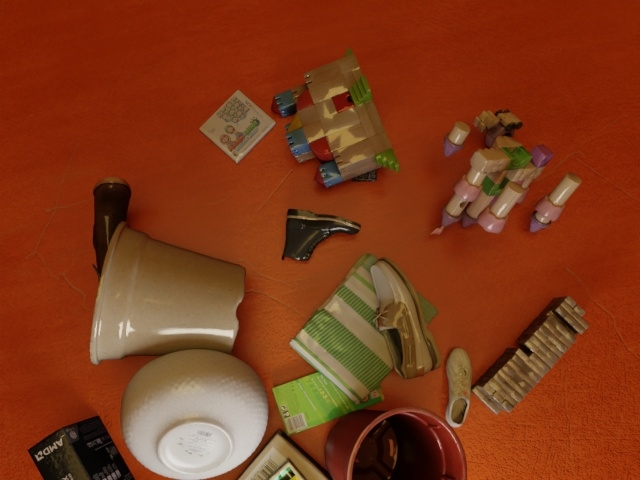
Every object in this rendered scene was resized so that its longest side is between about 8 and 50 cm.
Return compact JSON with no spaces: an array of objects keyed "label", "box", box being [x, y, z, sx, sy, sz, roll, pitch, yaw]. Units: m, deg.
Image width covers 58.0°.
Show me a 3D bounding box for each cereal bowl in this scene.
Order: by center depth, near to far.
[{"label":"cereal bowl","box":[-0.282,0.420,1.305,0.339,0.141,0.339,-4,118,-8]}]

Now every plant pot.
[{"label":"plant pot","box":[0.142,0.499,1.305,0.272,0.265,0.272,3,81,-18]},{"label":"plant pot","box":[-0.345,0.145,1.369,0.305,0.334,0.334,10,80,-10]}]

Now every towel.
[{"label":"towel","box":[0.111,0.218,1.470,0.248,0.038,0.325,41,72,5]}]

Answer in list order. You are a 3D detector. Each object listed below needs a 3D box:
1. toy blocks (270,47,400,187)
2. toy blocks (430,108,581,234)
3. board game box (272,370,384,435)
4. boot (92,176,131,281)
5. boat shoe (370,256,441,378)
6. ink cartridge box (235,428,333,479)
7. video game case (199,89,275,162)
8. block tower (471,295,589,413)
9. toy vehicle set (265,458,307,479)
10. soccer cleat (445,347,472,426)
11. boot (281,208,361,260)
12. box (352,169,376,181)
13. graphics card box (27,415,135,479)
[{"label":"toy blocks","box":[0.020,-0.300,1.514,0.261,0.191,0.381,-21,74,5]},{"label":"toy blocks","box":[0.433,-0.137,1.491,0.288,0.260,0.309,-10,53,-31]},{"label":"board game box","box":[0.021,0.387,1.458,0.259,0.039,0.124,-19,81,-3]},{"label":"boot","box":[-0.509,-0.017,1.412,0.090,0.248,0.207,0,64,-25]},{"label":"boat shoe","box":[0.187,0.189,1.412,0.103,0.113,0.302,-21,79,-20]},{"label":"ink cartridge box","box":[-0.108,0.611,1.389,0.193,0.088,0.235,40,81,6]},{"label":"video game case","box":[-0.227,-0.313,1.583,0.143,0.019,0.157,42,82,6]},{"label":"block tower","box":[0.532,0.290,1.459,0.335,0.097,0.091,-44,83,-7]},{"label":"toy vehicle set","box":[-0.117,0.657,1.318,0.267,0.035,0.166,-42,84,-6]},{"label":"soccer cleat","box":[0.350,0.368,1.449,0.068,0.076,0.196,7,80,0]},{"label":"boot","box":[0.000,0.000,1.514,0.198,0.077,0.137,9,84,13]},{"label":"box","box":[0.118,-0.203,1.572,0.067,0.018,0.083,-2,80,-2]},{"label":"graphics card box","box":[-0.490,0.589,1.310,0.094,0.233,0.371,-31,83,-6]}]
